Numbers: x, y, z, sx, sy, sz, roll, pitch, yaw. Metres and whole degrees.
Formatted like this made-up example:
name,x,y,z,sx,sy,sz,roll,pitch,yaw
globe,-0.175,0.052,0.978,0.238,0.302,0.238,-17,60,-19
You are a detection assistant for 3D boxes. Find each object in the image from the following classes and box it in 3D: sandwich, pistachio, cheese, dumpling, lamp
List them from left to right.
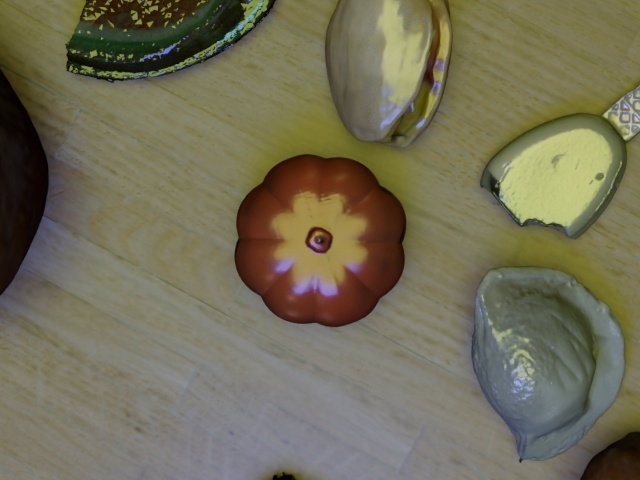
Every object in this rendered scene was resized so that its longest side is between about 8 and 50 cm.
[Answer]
name,x,y,z,sx,sy,sz,roll,pitch,yaw
sandwich,-0.164,-0.254,1.761,0.235,0.079,0.159,-2,91,3
lamp,0.000,0.000,1.717,0.188,0.164,0.187,0,88,1
pistachio,0.073,-0.201,1.741,0.145,0.117,0.200,10,101,40
dumpling,0.242,0.121,1.733,0.166,0.126,0.215,-25,87,-13
cheese,0.301,-0.103,1.759,0.255,0.050,0.127,-39,89,2

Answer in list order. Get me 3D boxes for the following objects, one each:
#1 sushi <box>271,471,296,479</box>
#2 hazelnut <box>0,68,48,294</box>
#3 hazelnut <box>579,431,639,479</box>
name,x,y,z,sx,sy,sz,roll,pitch,yaw
sushi,-0.034,0.308,1.762,0.098,0.084,0.094,27,94,5
hazelnut,-0.458,-0.094,1.651,0.359,0.359,0.409,-28,99,2
hazelnut,0.345,0.313,1.710,0.210,0.210,0.186,21,115,2
